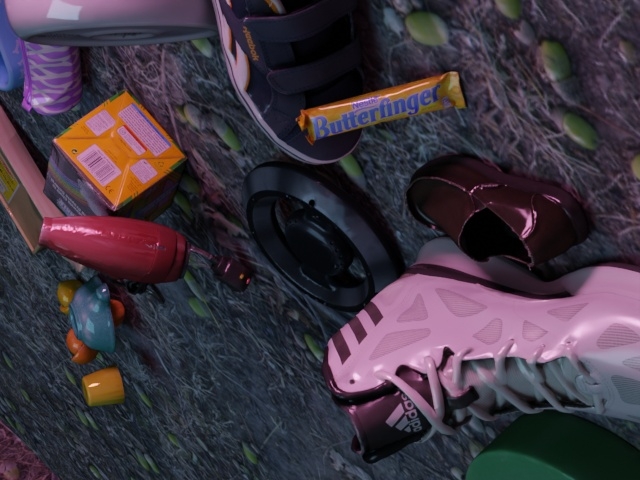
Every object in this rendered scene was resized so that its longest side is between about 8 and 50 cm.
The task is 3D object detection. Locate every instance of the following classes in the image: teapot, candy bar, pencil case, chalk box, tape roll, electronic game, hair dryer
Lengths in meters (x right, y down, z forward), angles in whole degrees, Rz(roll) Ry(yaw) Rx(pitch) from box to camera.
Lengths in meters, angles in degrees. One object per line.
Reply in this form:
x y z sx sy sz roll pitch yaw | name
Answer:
-0.205 -0.299 1.421 0.256 0.252 0.187 -2 93 38 | teapot
0.056 -0.124 1.313 0.161 0.018 0.040 -13 125 14 | candy bar
-0.363 -0.255 1.844 0.086 0.088 0.206 42 153 24 | pencil case
-0.283 -0.079 1.891 0.132 0.132 0.213 48 155 6 | chalk box
0.303 0.336 1.534 0.321 0.077 0.321 38 152 25 | tape roll
0.000 0.000 1.624 0.229 0.048 0.229 31 150 20 | electronic game
-0.254 0.037 1.832 0.224 0.080 0.293 -12 152 33 | hair dryer

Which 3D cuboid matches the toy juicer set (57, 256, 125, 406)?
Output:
-0.387 0.106 2.371 0.209 0.089 0.329 -126 29 -49 | toy juicer set

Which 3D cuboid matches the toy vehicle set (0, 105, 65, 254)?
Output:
-0.508 -0.115 2.281 0.267 0.035 0.166 59 154 0 | toy vehicle set

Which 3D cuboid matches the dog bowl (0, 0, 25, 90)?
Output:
-0.458 -0.331 1.917 0.166 0.074 0.297 32 148 35 | dog bowl

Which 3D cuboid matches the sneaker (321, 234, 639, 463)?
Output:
0.171 0.143 1.289 0.447 0.257 0.169 13 135 53 | sneaker

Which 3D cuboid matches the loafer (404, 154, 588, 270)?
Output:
0.148 -0.025 1.319 0.220 0.078 0.080 13 134 52 | loafer

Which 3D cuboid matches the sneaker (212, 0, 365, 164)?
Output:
-0.029 -0.211 1.318 0.127 0.126 0.321 16 135 59 | sneaker
